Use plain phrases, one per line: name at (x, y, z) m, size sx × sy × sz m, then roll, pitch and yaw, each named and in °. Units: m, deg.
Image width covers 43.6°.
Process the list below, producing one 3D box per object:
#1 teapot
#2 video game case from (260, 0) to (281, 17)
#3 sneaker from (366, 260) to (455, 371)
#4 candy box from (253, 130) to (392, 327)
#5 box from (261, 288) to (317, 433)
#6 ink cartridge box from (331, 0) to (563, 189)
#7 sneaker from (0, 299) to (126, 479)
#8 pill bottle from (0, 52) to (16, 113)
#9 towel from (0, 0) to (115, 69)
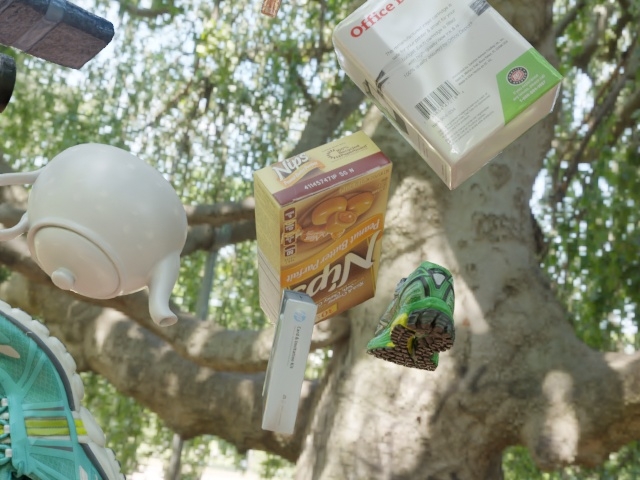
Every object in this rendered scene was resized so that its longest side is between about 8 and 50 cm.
teapot at (-0.335, -0.006, 1.166) m, size 0.256 × 0.187 × 0.252 m, roll -4°, pitch -50°, yaw 32°
video game case at (-0.015, -0.386, 0.896) m, size 0.025 × 0.204 × 0.285 m, roll 19°, pitch -4°, yaw -8°
sneaker at (0.179, 0.146, 1.462) m, size 0.134 × 0.146 × 0.343 m, roll 17°, pitch -24°, yaw -4°
candy box at (0.000, 0.000, 1.221) m, size 0.183 × 0.087 × 0.316 m, roll -23°, pitch -37°, yaw -20°
box at (-0.040, 0.136, 0.956) m, size 0.038 × 0.145 × 0.186 m, roll 11°, pitch -1°, yaw -3°
ink cartridge box at (0.178, -0.245, 1.158) m, size 0.198 × 0.273 × 0.115 m, roll -38°, pitch -17°, yaw -2°
sneaker at (-0.275, 0.175, 0.741) m, size 0.107 × 0.275 × 0.110 m, roll -26°, pitch 5°, yaw 31°
pill bottle at (-0.560, -0.253, 1.144) m, size 0.219 × 0.122 × 0.123 m, roll 13°, pitch -16°, yaw -43°
towel at (-0.237, -0.184, 0.674) m, size 0.067 × 0.029 × 0.119 m, roll -26°, pitch -21°, yaw 29°
